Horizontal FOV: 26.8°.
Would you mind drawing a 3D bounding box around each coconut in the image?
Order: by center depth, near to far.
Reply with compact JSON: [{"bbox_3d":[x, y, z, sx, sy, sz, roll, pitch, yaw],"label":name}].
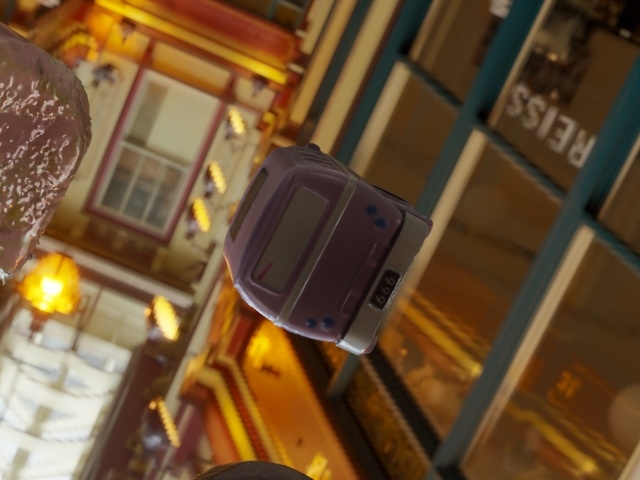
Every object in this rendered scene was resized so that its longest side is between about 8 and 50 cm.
[{"bbox_3d":[-0.324,-0.087,1.080,0.233,0.233,0.245,8,-165,-47],"label":"coconut"}]

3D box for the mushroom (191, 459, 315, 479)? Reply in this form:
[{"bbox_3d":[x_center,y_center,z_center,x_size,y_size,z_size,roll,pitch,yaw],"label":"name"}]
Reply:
[{"bbox_3d":[-0.087,0.419,1.537,0.345,0.260,0.346,8,-126,-11],"label":"mushroom"}]

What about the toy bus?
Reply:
[{"bbox_3d":[0.000,0.000,1.160,0.142,0.142,0.202,25,-174,-11],"label":"toy bus"}]
